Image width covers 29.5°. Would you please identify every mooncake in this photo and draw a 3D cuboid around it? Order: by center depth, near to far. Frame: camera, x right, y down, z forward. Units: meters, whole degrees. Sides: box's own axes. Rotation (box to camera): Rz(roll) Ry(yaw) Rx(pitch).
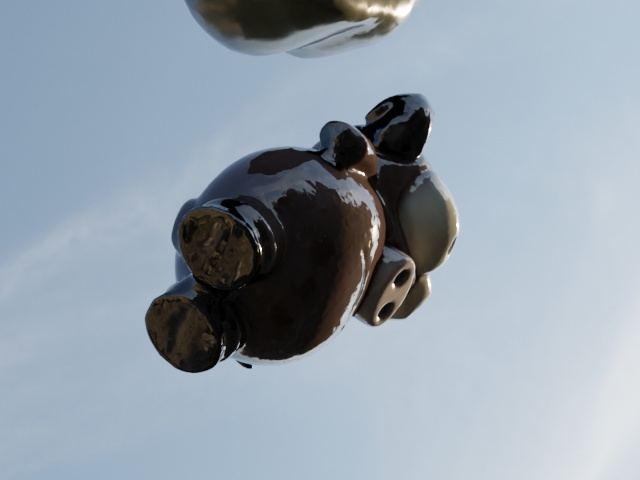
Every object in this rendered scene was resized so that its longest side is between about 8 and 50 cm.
[{"bbox_3d":[-0.028,-0.250,0.836,0.135,0.274,0.275,-19,-33,33],"label":"mooncake"}]

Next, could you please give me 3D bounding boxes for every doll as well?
[{"bbox_3d":[-0.002,-0.001,0.760,0.257,0.117,0.182,-14,-44,-56],"label":"doll"}]
